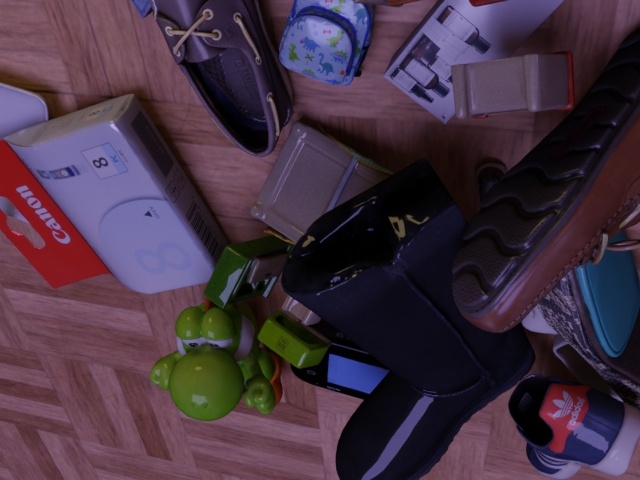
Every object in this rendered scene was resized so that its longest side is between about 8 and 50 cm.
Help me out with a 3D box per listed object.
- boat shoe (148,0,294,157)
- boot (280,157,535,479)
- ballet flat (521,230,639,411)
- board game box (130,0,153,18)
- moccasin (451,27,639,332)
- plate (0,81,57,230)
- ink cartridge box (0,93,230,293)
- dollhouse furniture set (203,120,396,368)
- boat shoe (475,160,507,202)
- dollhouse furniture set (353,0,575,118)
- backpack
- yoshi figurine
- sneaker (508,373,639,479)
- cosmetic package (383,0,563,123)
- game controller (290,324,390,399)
[{"bbox_3d":[-0.125,-0.237,0.793,0.117,0.096,0.324,-10,139,18],"label":"boat shoe"},{"bbox_3d":[0.084,0.148,0.869,0.146,0.367,0.445,45,178,38],"label":"boot"},{"bbox_3d":[0.388,0.127,0.928,0.483,0.164,0.182,46,148,-22],"label":"ballet flat"},{"bbox_3d":[-0.216,-0.374,0.786,0.194,0.060,0.194,29,132,-5],"label":"board game box"},{"bbox_3d":[0.281,-0.053,0.694,0.147,0.380,0.139,46,164,-23],"label":"moccasin"},{"bbox_3d":[-0.553,-0.167,1.103,0.277,0.045,0.278,20,133,4],"label":"plate"},{"bbox_3d":[-0.381,-0.035,1.073,0.385,0.091,0.308,-13,128,20],"label":"ink cartridge box"},{"bbox_3d":[0.000,0.000,0.971,0.198,0.151,0.301,33,106,18],"label":"dollhouse furniture set"},{"bbox_3d":[0.242,-0.033,0.904,0.056,0.049,0.152,-16,122,31],"label":"boat shoe"},{"bbox_3d":[0.175,-0.248,0.631,0.262,0.135,0.259,1,103,35],"label":"dollhouse furniture set"},{"bbox_3d":[0.009,-0.246,0.791,0.105,0.084,0.114,21,130,0],"label":"backpack"},{"bbox_3d":[-0.165,0.219,1.098,0.203,0.204,0.362,55,172,20],"label":"yoshi figurine"},{"bbox_3d":[0.347,0.271,1.021,0.148,0.131,0.350,27,161,10],"label":"sneaker"},{"bbox_3d":[0.180,-0.245,0.741,0.099,0.060,0.239,34,132,-10],"label":"cosmetic package"},{"bbox_3d":[0.100,0.235,1.176,0.319,0.067,0.166,14,132,10],"label":"game controller"}]
